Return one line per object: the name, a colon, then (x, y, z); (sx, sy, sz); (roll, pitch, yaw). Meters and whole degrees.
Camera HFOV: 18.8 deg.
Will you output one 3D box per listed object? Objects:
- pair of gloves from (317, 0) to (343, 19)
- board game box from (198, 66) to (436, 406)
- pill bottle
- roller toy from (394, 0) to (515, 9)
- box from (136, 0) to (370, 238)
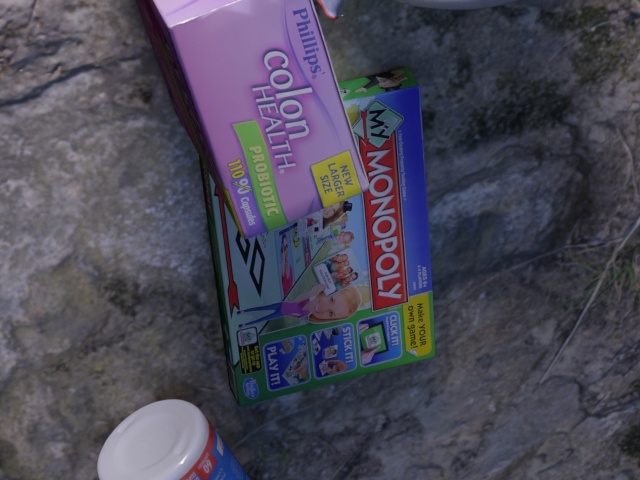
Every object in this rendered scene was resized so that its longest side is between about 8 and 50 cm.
pair of gloves: (0.001, -0.280, 1.627); (0.023, 0.198, 0.159); (-24, 163, -35)
board game box: (0.000, 0.000, 1.883); (0.214, 0.046, 0.317); (-13, 123, -11)
pill bottle: (-0.121, 0.275, 1.953); (0.124, 0.124, 0.221); (-33, 125, 1)
roller toy: (0.111, -0.286, 1.664); (0.209, 0.191, 0.146); (-9, 123, -15)
box: (-0.073, -0.161, 1.641); (0.117, 0.243, 0.213); (-23, 125, -7)
